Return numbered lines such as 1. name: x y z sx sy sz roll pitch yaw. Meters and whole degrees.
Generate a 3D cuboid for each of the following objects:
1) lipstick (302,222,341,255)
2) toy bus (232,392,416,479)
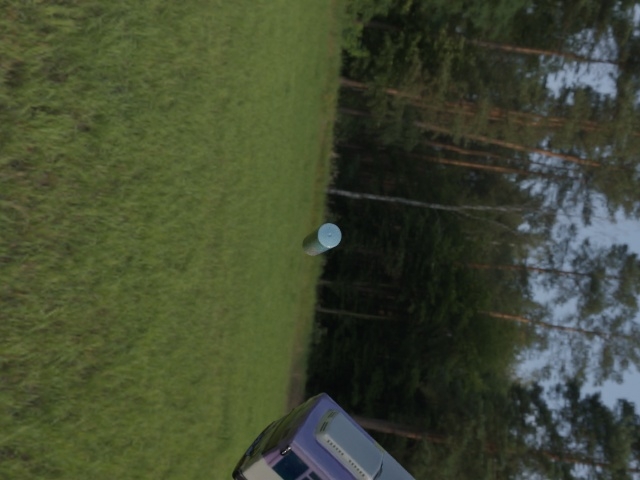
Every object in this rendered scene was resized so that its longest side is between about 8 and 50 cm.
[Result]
1. lipstick: 0.000 0.000 1.234 0.158 0.048 0.048 149 -52 -76
2. toy bus: 0.055 0.550 1.331 0.249 0.440 0.209 -48 176 28
